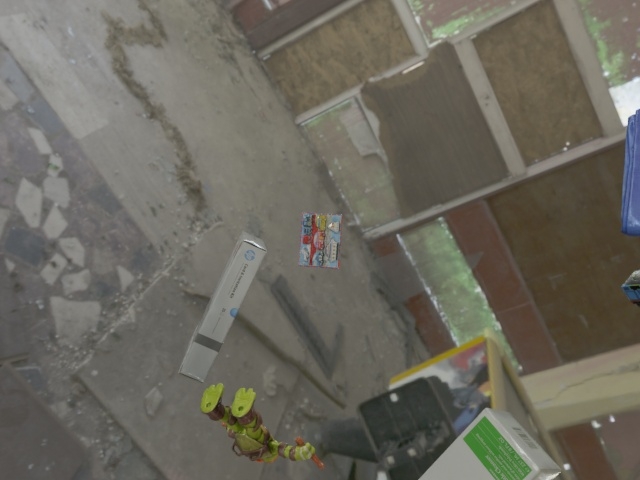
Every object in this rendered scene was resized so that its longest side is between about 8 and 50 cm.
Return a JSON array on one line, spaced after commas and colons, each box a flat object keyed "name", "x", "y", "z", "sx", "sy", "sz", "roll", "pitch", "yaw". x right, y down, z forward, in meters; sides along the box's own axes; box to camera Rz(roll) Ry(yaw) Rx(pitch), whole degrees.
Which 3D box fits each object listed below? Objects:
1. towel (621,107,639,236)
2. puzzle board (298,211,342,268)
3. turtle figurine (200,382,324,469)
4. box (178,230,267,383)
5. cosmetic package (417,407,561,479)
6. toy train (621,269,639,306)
[{"name": "towel", "x": 0.582, "y": -0.113, "z": 0.746, "sx": 0.040, "sy": 0.336, "sz": 0.243, "roll": 48, "pitch": 52, "yaw": -38}, {"name": "puzzle board", "x": 0.000, "y": 0.000, "z": 1.329, "sx": 0.011, "sy": 0.097, "sz": 0.128, "roll": 28, "pitch": 65, "yaw": -84}, {"name": "turtle figurine", "x": -0.135, "y": 0.351, "z": 1.050, "sx": 0.087, "sy": 0.270, "sz": 0.217, "roll": -53, "pitch": 133, "yaw": -29}, {"name": "box", "x": -0.130, "y": 0.082, "z": 0.774, "sx": 0.038, "sy": 0.186, "sz": 0.145, "roll": 24, "pitch": 1, "yaw": -9}, {"name": "cosmetic package", "x": 0.390, "y": 0.622, "z": 1.434, "sx": 0.155, "sy": 0.365, "sz": 0.197, "roll": 25, "pitch": 17, "yaw": -45}, {"name": "toy train", "x": 0.765, "y": 0.114, "z": 1.252, "sx": 0.080, "sy": 0.184, "sz": 0.105, "roll": -40, "pitch": 99, "yaw": -21}]
